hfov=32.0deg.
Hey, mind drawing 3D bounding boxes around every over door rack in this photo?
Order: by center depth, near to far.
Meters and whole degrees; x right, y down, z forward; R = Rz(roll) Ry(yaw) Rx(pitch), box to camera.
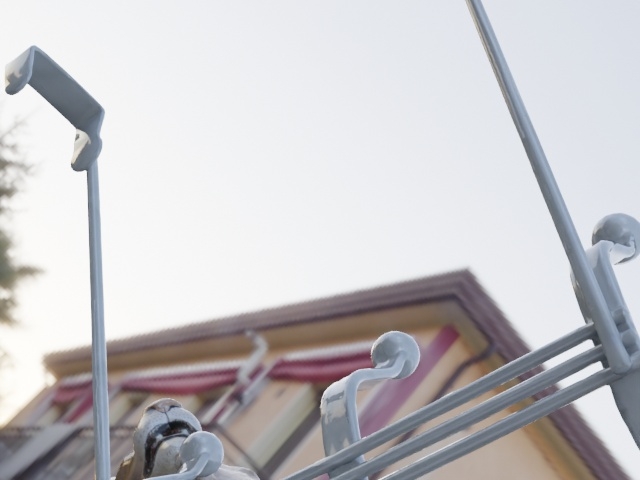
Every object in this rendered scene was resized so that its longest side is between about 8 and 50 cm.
[{"bbox_3d":[0.000,0.000,0.483,0.108,0.239,0.324,34,32,-52],"label":"over door rack"}]

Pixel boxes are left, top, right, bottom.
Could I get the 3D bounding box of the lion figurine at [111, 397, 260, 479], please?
[{"bbox_3d":[0.067,0.198,0.636,0.392,0.142,0.240,15,-4,-22],"label":"lion figurine"}]
